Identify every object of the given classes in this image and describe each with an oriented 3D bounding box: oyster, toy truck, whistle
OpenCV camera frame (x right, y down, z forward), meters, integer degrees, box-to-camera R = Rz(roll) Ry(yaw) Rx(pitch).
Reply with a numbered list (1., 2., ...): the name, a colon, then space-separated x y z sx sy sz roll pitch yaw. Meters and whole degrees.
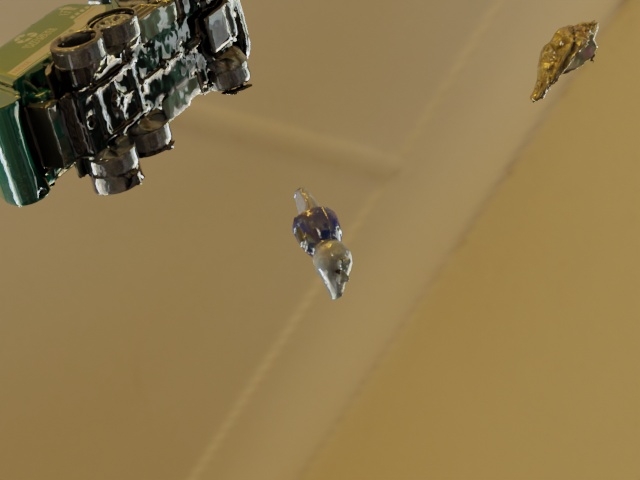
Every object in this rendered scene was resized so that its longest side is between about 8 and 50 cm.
1. oyster: 0.198 -0.150 1.598 0.093 0.034 0.051 -40 -25 -46
2. toy truck: -0.157 -0.119 1.422 0.253 0.124 0.114 -46 -49 -45
3. whistle: 0.000 0.000 1.172 0.029 0.083 0.033 0 -48 -24
